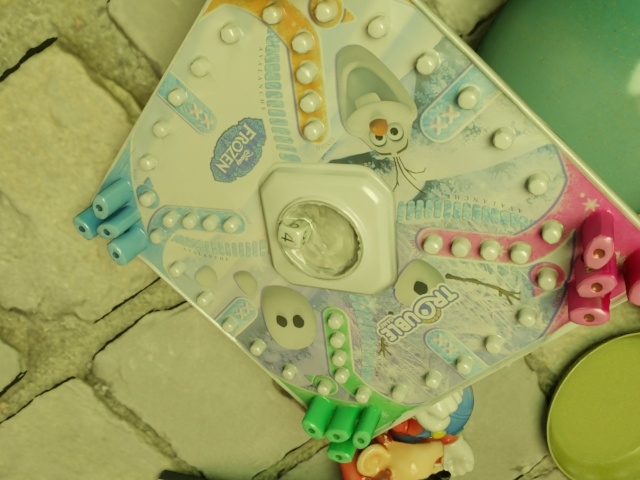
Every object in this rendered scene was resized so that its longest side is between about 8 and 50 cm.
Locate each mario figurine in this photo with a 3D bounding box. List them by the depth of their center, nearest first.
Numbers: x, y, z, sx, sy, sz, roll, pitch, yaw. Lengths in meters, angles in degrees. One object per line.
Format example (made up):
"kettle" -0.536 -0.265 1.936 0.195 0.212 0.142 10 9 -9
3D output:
"mario figurine" 0.151 0.222 0.697 0.198 0.170 0.320 24 98 -19

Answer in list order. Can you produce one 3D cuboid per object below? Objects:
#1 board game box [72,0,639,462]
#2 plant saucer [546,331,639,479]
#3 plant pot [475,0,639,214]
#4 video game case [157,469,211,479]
"board game box" 0.000 0.000 0.509 0.390 0.050 0.390 43 127 -4
"plant saucer" 0.417 0.231 0.822 0.241 0.037 0.240 -3 106 -10
"plant pot" 0.253 -0.130 0.577 0.272 0.271 0.255 36 110 -19
"video game case" -0.068 0.394 0.716 0.274 0.026 0.196 7 107 12
